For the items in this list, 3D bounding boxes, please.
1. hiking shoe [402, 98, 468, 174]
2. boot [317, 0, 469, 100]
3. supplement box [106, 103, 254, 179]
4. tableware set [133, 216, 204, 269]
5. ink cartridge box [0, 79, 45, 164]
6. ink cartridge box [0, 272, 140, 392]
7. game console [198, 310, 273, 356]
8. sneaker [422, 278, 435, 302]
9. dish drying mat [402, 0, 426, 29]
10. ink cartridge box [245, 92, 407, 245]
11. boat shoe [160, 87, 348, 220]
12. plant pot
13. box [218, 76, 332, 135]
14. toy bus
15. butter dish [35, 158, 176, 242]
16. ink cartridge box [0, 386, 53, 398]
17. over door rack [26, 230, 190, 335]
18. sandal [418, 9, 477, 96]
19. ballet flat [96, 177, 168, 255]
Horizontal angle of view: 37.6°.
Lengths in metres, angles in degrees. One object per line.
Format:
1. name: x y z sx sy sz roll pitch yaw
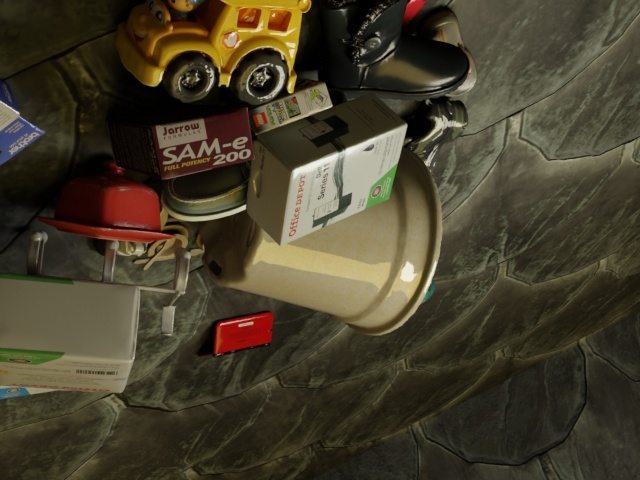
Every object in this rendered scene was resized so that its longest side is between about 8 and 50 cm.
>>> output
1. hiking shoe: 0.162 -0.173 1.692 0.114 0.086 0.227 11 130 -31
2. boot: 0.114 -0.300 1.368 0.246 0.094 0.207 -5 151 -7
3. supplement box: -0.194 -0.137 1.265 0.130 0.073 0.239 -15 -166 -23
4. tableware set: -0.223 0.004 1.667 0.194 0.039 0.128 -8 146 -33
5. ink cartridge box: -0.501 -0.160 1.116 0.185 0.065 0.311 -34 150 11
6. ink cartridge box: -0.385 0.147 1.414 0.201 0.117 0.278 6 160 -13
7. game console: -0.188 0.207 2.071 0.144 0.085 0.124 -9 116 -33
8. sneaker: 0.189 0.065 2.068 0.121 0.108 0.302 -36 150 24
9. dish drying mat: 0.127 -0.339 1.435 0.032 0.008 0.083 5 138 -45
10. ink cartridge box: 0.007 -0.101 1.328 0.208 0.087 0.153 -24 145 -30
11. boat shoe: -0.091 -0.134 1.372 0.319 0.116 0.099 -26 152 -19
12. plant pot: -0.022 -0.021 1.559 0.305 0.334 0.334 9 136 -32
13. box: -0.068 -0.195 1.326 0.114 0.207 0.036 -22 108 -12
14. toy bus: -0.124 -0.291 1.165 0.220 0.149 0.211 -5 132 -32
15. butter dish: -0.314 -0.062 1.402 0.160 0.118 0.160 8 180 39
16. ink cartridge box: -0.512 0.198 1.692 0.139 0.082 0.191 -4 146 -37
17. over door rack: -0.340 0.061 1.503 0.239 0.108 0.324 8 160 -11
18. sandal: 0.216 -0.293 1.537 0.090 0.060 0.219 -28 152 1
19. ballet flat: -0.297 -0.020 1.528 0.074 0.074 0.203 9 135 -49
